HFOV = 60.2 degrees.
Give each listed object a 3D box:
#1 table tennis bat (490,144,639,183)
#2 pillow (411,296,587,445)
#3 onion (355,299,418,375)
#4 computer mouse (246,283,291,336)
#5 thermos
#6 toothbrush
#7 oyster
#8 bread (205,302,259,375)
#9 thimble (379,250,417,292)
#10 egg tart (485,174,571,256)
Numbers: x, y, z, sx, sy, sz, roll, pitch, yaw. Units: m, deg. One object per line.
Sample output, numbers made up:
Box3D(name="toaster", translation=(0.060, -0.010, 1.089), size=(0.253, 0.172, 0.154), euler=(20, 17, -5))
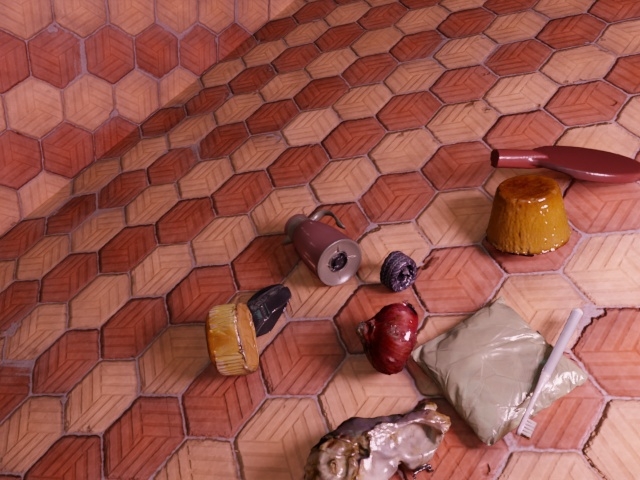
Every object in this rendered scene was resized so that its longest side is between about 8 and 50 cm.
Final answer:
Box3D(name="table tennis bat", translation=(0.665, -0.213, 1.489), size=(0.415, 0.051, 0.268), euler=(1, 25, -7))
Box3D(name="pillow", translation=(0.388, 0.275, 1.235), size=(0.274, 0.076, 0.280), euler=(-30, 44, -9))
Box3D(name="onion", translation=(0.156, 0.222, 1.305), size=(0.147, 0.184, 0.184), euler=(24, 53, -5))
Box3D(name="computer mouse", translation=(-0.162, 0.192, 1.562), size=(0.106, 0.062, 0.192), euler=(20, 60, 36))
Box3D(name="thermos", translation=(0.000, 0.000, 1.623), size=(0.176, 0.146, 0.265), euler=(-40, 40, -7))
Box3D(name="toothbrush", translation=(0.484, 0.268, 1.158), size=(0.030, 0.025, 0.342), euler=(26, 56, 21))
Box3D(name="oyster", translation=(0.120, 0.437, 1.148), size=(0.337, 0.133, 0.198), euler=(-14, 16, -10))
Box3D(name="bread", translation=(-0.233, 0.261, 1.453), size=(0.114, 0.132, 0.190), euler=(-12, 74, 14))
Box3D(name="thimble", translation=(0.206, 0.084, 1.476), size=(0.095, 0.104, 0.066), euler=(-41, 48, -15))
Box3D(name="egg tart", translation=(0.533, -0.067, 1.433), size=(0.215, 0.170, 0.215), euler=(-11, 30, 6))
